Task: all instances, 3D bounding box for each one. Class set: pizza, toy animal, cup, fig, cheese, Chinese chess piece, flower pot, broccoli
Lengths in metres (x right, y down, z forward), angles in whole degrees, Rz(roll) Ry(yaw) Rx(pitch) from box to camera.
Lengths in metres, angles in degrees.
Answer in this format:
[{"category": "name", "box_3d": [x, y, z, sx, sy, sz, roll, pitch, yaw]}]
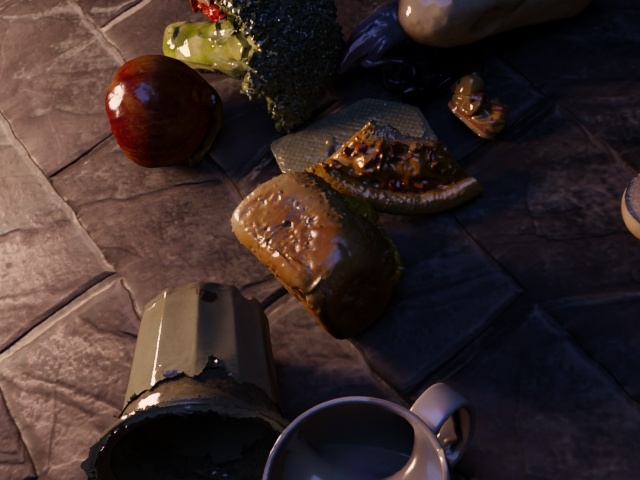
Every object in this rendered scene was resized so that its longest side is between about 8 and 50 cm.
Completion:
[{"category": "pizza", "box_3d": [0.117, -0.106, 1.470, 0.271, 0.056, 0.134, 18, 95, 3]}, {"category": "toy animal", "box_3d": [0.136, -0.366, 1.633, 0.195, 0.090, 0.324, 6, 64, 3]}, {"category": "cup", "box_3d": [0.085, 0.304, 1.152, 0.219, 0.258, 0.290, 33, 74, 29]}, {"category": "fig", "box_3d": [-0.262, -0.218, 1.614, 0.205, 0.205, 0.205, -7, 59, 12]}, {"category": "cheese", "box_3d": [0.243, -0.478, 1.588, 0.350, 0.130, 0.328, -17, 61, -17]}, {"category": "Chinese chess piece", "box_3d": [0.496, -0.049, 1.366, 0.122, 0.051, 0.122, -8, 57, 13]}, {"category": "flower pot", "box_3d": [-0.164, 0.206, 1.294, 0.290, 0.290, 0.259, -13, 47, 9]}, {"category": "broccoli", "box_3d": [-0.128, -0.357, 1.612, 0.221, 0.252, 0.361, -23, 42, -39]}]

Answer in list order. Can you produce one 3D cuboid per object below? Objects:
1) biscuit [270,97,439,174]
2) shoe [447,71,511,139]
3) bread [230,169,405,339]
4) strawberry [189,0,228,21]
[{"category": "biscuit", "box_3d": [0.055, -0.152, 1.553, 0.252, 0.052, 0.150, -24, 56, 1]}, {"category": "shoe", "box_3d": [0.257, -0.215, 1.523, 0.069, 0.072, 0.109, -51, 45, 30]}, {"category": "bread", "box_3d": [0.000, 0.000, 1.395, 0.176, 0.195, 0.246, -43, 58, -6]}, {"category": "strawberry", "box_3d": [-0.143, -0.490, 1.788, 0.228, 0.098, 0.174, -26, 40, -14]}]
